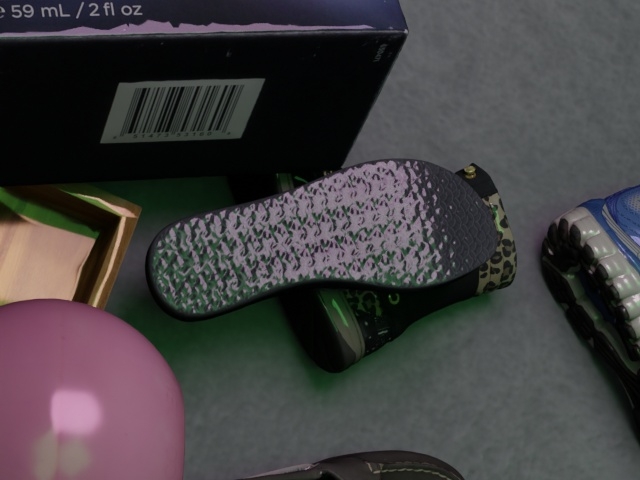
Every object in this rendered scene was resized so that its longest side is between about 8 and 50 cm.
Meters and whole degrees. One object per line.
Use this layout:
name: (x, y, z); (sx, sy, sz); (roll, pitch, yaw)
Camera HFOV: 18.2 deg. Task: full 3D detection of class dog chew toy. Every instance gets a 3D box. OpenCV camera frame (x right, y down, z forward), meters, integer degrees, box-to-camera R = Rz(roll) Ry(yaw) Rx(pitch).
dog chew toy: (-0.256, 0.133, 1.248); (0.332, 0.206, 0.207); (5, 80, -10)

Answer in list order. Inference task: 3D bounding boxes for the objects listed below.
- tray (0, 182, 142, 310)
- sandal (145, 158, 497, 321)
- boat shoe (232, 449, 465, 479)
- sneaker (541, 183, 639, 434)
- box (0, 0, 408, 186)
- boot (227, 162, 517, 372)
tray: (-0.293, 0.128, 1.372); (0.203, 0.076, 0.411); (24, 74, -15)
sandal: (-0.001, -0.001, 1.424); (0.254, 0.054, 0.097); (-7, 81, -11)
boat shoe: (-0.031, 0.221, 1.437); (0.335, 0.095, 0.112); (-8, 84, -20)
sneaker: (0.316, 0.097, 1.564); (0.147, 0.130, 0.330); (-30, 92, -19)
box: (-0.131, -0.210, 1.378); (0.296, 0.183, 0.294); (-4, 60, -20)
boot: (0.035, -0.037, 1.513); (0.178, 0.085, 0.236); (-21, 89, -26)
